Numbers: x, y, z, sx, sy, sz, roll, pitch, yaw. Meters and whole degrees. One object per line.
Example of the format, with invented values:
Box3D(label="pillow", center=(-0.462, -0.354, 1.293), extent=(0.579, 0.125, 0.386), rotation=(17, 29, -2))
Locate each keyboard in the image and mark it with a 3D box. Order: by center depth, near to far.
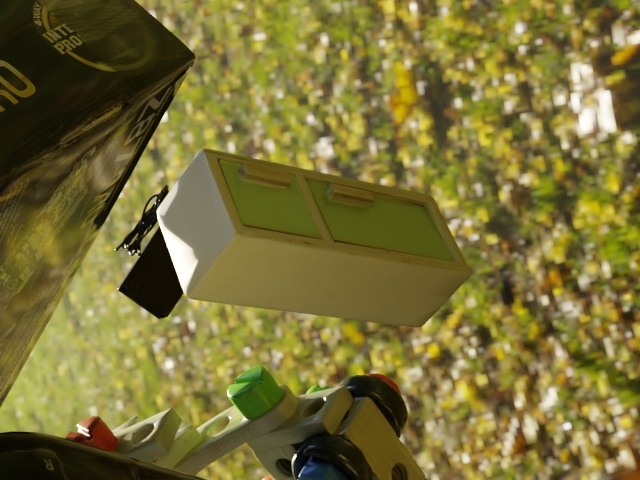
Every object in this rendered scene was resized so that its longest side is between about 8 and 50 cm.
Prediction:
Box3D(label="keyboard", center=(-0.164, -0.015, 1.590), extent=(0.100, 0.192, 0.038), rotation=(40, 166, -31))

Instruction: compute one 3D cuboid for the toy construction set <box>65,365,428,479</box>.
Box3D(label="toy construction set", center=(-0.015, 0.193, 0.913), extent=(0.215, 0.327, 0.151), rotation=(-18, 40, 40))

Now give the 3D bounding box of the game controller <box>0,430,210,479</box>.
Box3D(label="game controller", center=(-0.092, 0.164, 0.576), extent=(0.067, 0.166, 0.319), rotation=(57, -168, 30))

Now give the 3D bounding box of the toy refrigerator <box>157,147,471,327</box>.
Box3D(label="toy refrigerator", center=(0.000, 0.000, 1.266), extent=(0.094, 0.269, 0.102), rotation=(-50, 46, 33))

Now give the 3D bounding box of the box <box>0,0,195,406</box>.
Box3D(label="box", center=(-0.252, 0.067, 0.734), extent=(0.097, 0.318, 0.395), rotation=(41, 129, 7))
